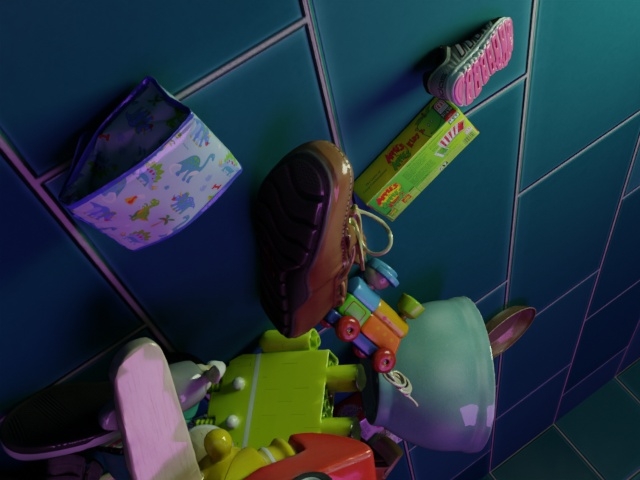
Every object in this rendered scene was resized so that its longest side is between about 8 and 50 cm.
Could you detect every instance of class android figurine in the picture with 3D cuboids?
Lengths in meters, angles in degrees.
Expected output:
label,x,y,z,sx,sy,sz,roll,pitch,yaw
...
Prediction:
label,x,y,z,sx,sy,sz,roll,pitch,yaw
android figurine,-0.067,0.254,1.212,0.273,0.248,0.056,-4,148,22

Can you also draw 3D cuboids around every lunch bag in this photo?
label,x,y,z,sx,sy,sz,roll,pitch,yaw
lunch bag,-0.175,-0.067,0.799,0.151,0.096,0.129,-49,150,-3

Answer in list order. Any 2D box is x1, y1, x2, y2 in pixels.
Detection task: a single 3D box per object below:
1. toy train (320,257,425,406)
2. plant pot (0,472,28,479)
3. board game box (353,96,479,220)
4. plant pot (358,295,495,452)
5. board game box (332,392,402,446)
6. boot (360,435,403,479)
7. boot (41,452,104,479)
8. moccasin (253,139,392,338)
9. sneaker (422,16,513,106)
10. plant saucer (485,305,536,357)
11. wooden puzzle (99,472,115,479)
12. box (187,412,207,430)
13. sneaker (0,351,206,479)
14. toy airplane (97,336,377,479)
label,x,y,z,sx,sy,sz,roll,pitch,yaw
toy train,0.124,0.153,1.323,0.248,0.105,0.143,42,84,-21
plant pot,-0.504,0.446,1.107,0.237,0.110,0.237,-27,148,-18
board game box,0.135,-0.116,1.126,0.181,0.043,0.092,-46,149,11
plant pot,0.181,0.255,1.476,0.196,0.293,0.293,-2,140,-9
board game box,0.046,0.452,1.747,0.316,0.064,0.242,-30,145,-16
boot,0.049,0.517,1.675,0.220,0.109,0.283,-52,157,8
boot,-0.390,0.371,1.106,0.083,0.161,0.246,-5,157,11
moccasin,0.002,0.002,1.042,0.147,0.139,0.380,-28,148,-20
sneaker,0.189,-0.236,1.014,0.170,0.075,0.063,-50,138,-28
plant saucer,0.437,0.222,1.915,0.198,0.036,0.198,-28,147,-20
wooden puzzle,-0.222,0.516,1.399,0.322,0.348,0.080,-18,-172,-31
box,-0.196,0.343,1.322,0.137,0.094,0.027,-17,141,-33
sneaker,-0.300,0.275,1.101,0.295,0.124,0.178,-13,131,-39
toy airplane,-0.168,0.346,1.022,0.384,0.272,0.386,29,102,-20
